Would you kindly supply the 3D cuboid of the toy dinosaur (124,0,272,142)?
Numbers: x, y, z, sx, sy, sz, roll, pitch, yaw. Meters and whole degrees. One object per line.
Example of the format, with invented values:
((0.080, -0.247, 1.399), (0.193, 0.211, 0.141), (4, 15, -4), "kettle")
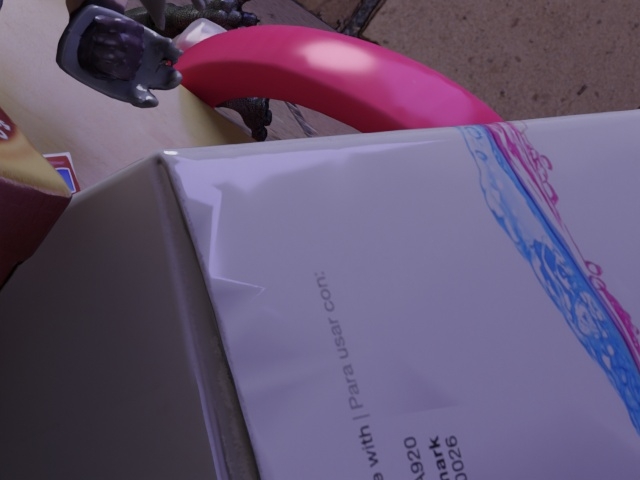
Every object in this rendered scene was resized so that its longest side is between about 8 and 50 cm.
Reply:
((-0.087, -0.094, 0.954), (0.118, 0.064, 0.268), (5, -12, 7), "toy dinosaur")

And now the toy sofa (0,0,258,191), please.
((-0.134, -0.023, 0.807), (0.362, 0.177, 0.150), (37, 52, -2), "toy sofa")

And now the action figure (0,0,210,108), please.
((-0.140, -0.101, 0.673), (0.185, 0.285, 0.099), (47, -32, -6), "action figure")

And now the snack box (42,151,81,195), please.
((-0.147, 0.013, 0.555), (0.064, 0.178, 0.022), (-8, 78, -46), "snack box")

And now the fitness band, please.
((0.000, 0.000, 0.911), (0.209, 0.054, 0.291), (30, -32, 4), "fitness band")

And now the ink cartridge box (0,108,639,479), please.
((0.015, 0.044, 0.576), (0.278, 0.201, 0.117), (-8, 79, -42), "ink cartridge box")

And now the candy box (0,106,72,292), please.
((-0.221, -0.040, 0.500), (0.316, 0.183, 0.087), (45, 16, 34), "candy box")
